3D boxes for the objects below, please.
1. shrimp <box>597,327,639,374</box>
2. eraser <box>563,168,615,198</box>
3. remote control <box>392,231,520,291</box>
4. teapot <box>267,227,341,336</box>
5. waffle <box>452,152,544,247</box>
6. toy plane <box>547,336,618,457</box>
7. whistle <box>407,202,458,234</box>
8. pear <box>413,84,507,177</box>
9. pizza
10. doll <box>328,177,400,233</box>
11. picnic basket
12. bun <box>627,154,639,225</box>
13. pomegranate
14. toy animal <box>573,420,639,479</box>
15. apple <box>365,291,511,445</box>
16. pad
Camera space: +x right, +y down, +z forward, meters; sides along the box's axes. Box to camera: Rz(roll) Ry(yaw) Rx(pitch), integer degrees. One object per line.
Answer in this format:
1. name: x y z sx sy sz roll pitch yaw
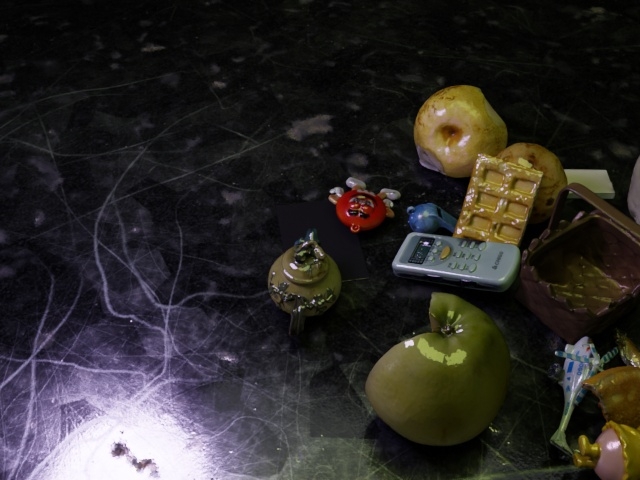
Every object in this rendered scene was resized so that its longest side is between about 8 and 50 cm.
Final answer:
1. shrimp: 0.657 0.273 1.648 0.124 0.034 0.178 -14 49 -4
2. eraser: 0.730 -0.159 2.078 0.150 0.023 0.104 1 46 0
3. remote control: 0.326 0.051 1.796 0.296 0.056 0.140 8 48 30
4. teapot: -0.038 0.087 1.718 0.173 0.182 0.269 9 50 5
5. waffle: 0.433 -0.067 1.851 0.168 0.274 0.057 19 8 21
6. toy plane: 0.538 0.323 1.572 0.182 0.107 0.273 20 67 -19
7. whistle: 0.285 -0.045 1.938 0.158 0.090 0.090 32 39 -25
8. pear: 0.389 -0.300 2.061 0.271 0.271 0.271 0 45 0
9. pizza: 0.646 0.325 1.529 0.271 0.134 0.056 2 5 -20
10. doll: 0.107 -0.097 1.970 0.183 0.085 0.217 19 38 13
11. picnic basket: 0.607 0.048 1.674 0.291 0.321 0.254 -28 55 -23
12. bun: 0.962 -0.117 1.915 0.360 0.211 0.359 -2 56 3
13. pomegranate: 0.533 -0.148 1.955 0.215 0.215 0.215 0 45 0
14. toy animal: 0.605 0.414 1.424 0.230 0.156 0.156 2 45 6
15. apple: 0.256 0.266 1.490 0.233 0.257 0.295 33 53 26
16. pad: 0.000 0.000 1.931 0.202 0.005 0.299 -7 46 -7
